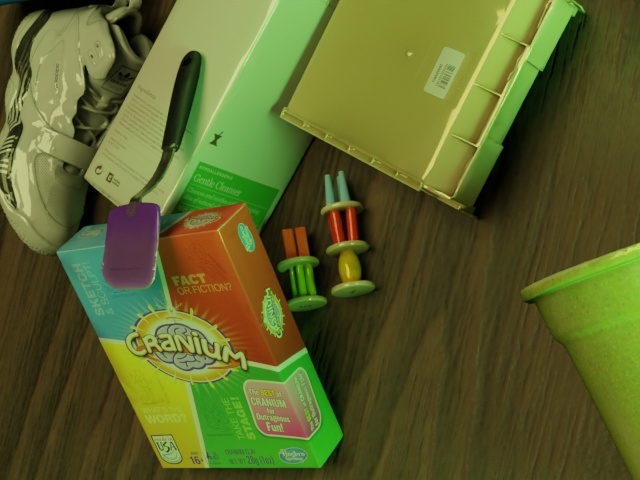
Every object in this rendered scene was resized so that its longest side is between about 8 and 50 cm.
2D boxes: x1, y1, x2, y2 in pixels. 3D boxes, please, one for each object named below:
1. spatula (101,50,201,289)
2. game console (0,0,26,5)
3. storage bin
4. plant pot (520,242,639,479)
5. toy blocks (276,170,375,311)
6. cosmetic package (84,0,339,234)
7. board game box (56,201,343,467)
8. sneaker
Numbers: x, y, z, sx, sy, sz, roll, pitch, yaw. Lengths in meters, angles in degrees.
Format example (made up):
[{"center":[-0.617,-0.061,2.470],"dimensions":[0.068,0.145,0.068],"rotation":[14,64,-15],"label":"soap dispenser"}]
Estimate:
[{"center":[-0.179,-0.084,1.368],"dimensions":[0.084,0.030,0.296],"rotation":[-4,59,37],"label":"spatula"},{"center":[-0.387,-0.440,1.780],"dimensions":[0.293,0.250,0.173],"rotation":[-1,106,34],"label":"game console"},{"center":[0.128,-0.196,1.402],"dimensions":[0.260,0.123,0.262],"rotation":[31,97,34],"label":"storage bin"},{"center":[0.353,0.124,1.118],"dimensions":[0.276,0.276,0.253],"rotation":[-22,80,29],"label":"plant pot"},{"center":[0.000,0.000,1.486],"dimensions":[0.123,0.054,0.148],"rotation":[-18,70,29],"label":"toy blocks"},{"center":[-0.105,-0.183,1.513],"dimensions":[0.155,0.197,0.365],"rotation":[36,102,34],"label":"cosmetic package"},{"center":[-0.139,0.120,1.435],"dimensions":[0.242,0.064,0.316],"rotation":[-8,116,33],"label":"board game box"},{"center":[-0.324,-0.168,1.690],"dimensions":[0.210,0.137,0.365],"rotation":[-13,70,34],"label":"sneaker"}]
